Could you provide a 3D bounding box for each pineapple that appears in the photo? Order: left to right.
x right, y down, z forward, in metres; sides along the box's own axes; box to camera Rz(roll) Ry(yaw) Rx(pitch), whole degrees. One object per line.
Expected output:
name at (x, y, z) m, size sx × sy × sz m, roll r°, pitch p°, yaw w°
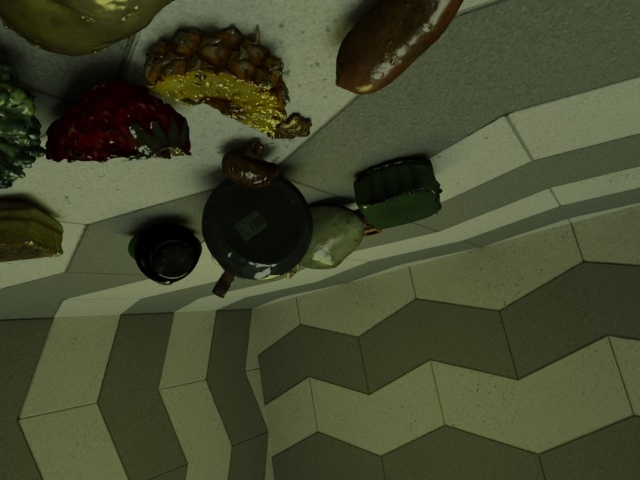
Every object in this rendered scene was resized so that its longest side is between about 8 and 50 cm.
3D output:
pineapple at (-0.114, -0.226, 0.598) m, size 0.135 × 0.080 × 0.233 m, roll -25°, pitch 161°, yaw 39°

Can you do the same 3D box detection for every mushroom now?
mushroom at (-0.144, -0.147, 0.875) m, size 0.126 × 0.085 × 0.109 m, roll 9°, pitch 158°, yaw -38°
mushroom at (0.000, -0.003, 1.326) m, size 0.266 × 0.164 × 0.190 m, roll 2°, pitch 158°, yaw 18°

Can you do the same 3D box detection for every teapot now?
teapot at (-0.180, 0.006, 1.078) m, size 0.253 × 0.300 × 0.344 m, roll 31°, pitch 164°, yaw -6°

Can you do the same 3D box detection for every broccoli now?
broccoli at (-0.459, -0.161, 0.494) m, size 0.198 × 0.177 × 0.275 m, roll -7°, pitch 154°, yaw 8°

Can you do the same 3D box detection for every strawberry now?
strawberry at (-0.313, -0.175, 0.628) m, size 0.236 × 0.112 × 0.190 m, roll 4°, pitch -163°, yaw 23°

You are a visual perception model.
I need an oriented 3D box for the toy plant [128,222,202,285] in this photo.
toy plant at (-0.444, 0.032, 1.252) m, size 0.217 × 0.176 × 0.235 m, roll 6°, pitch -173°, yaw -30°

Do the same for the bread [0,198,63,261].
bread at (-0.728, -0.015, 0.945) m, size 0.233 × 0.111 × 0.184 m, roll -6°, pitch 169°, yaw -10°

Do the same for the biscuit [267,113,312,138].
biscuit at (-0.061, -0.214, 0.818) m, size 0.092 × 0.016 × 0.082 m, roll -14°, pitch 166°, yaw 9°

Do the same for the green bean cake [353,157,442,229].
green bean cake at (0.216, -0.126, 1.152) m, size 0.222 × 0.125 × 0.227 m, roll -12°, pitch 164°, yaw 18°

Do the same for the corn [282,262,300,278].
corn at (-0.164, 0.026, 1.319) m, size 0.079 × 0.237 × 0.080 m, roll -45°, pitch 161°, yaw -21°

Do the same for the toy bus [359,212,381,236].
toy bus at (0.108, -0.047, 1.456) m, size 0.194 × 0.088 × 0.083 m, roll -13°, pitch 165°, yaw 16°

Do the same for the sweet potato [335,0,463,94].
sweet potato at (0.116, -0.286, 0.517) m, size 0.097 × 0.098 × 0.291 m, roll -1°, pitch 155°, yaw -34°

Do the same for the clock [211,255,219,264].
clock at (-0.270, 0.026, 1.462) m, size 0.195 × 0.100 × 0.194 m, roll -7°, pitch 170°, yaw -3°

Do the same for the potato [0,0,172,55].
potato at (-0.174, -0.252, 0.328) m, size 0.296 × 0.142 × 0.191 m, roll -24°, pitch 177°, yaw 41°
